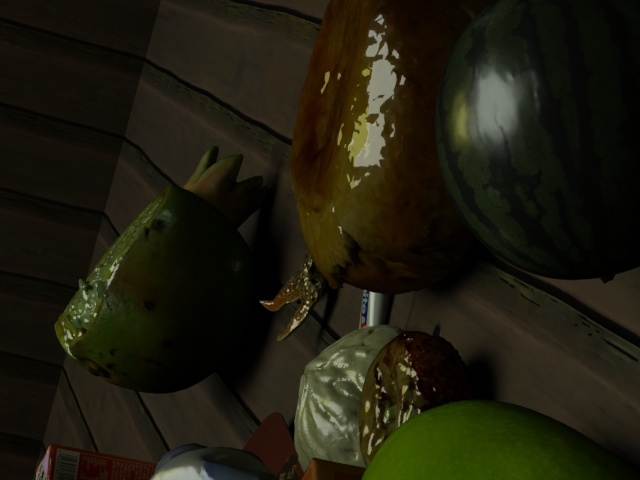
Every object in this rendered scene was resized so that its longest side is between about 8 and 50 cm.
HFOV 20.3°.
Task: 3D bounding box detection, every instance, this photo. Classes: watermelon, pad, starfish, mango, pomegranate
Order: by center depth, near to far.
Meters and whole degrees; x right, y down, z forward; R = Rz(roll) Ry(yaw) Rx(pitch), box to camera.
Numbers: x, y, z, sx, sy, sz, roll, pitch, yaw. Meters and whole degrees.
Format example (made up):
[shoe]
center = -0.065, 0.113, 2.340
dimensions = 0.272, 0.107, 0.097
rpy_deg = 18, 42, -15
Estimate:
[mango]
center = 0.133, 0.215, 1.206
dimensions = 0.192, 0.156, 0.343
rpy_deg = -50, 21, -7
[watermelon]
center = 0.180, -0.075, 1.228
dimensions = 0.212, 0.212, 0.212
rpy_deg = -166, 90, -74
[pad]
center = -0.069, 0.314, 1.976
dimensions = 0.181, 0.004, 0.267
rpy_deg = -54, 27, 12
[starfish]
center = 0.002, 0.000, 2.059
dimensions = 0.247, 0.050, 0.138
rpy_deg = -64, 18, 16
[pomegranate]
center = -0.175, 0.054, 2.358
dimensions = 0.358, 0.216, 0.310
rpy_deg = -50, 5, -24

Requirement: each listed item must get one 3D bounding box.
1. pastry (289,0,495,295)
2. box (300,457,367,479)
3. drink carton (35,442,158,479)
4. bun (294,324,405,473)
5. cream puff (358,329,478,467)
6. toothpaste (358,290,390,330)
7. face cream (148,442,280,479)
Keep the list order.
[pastry]
center = 0.076, -0.115, 1.705
dimensions = 0.356, 0.163, 0.356
rpy_deg = -172, 90, -76
[box]
center = 0.069, 0.301, 1.339
dimensions = 0.274, 0.174, 0.076
rpy_deg = -94, 25, -48
[drink carton]
center = -0.255, 0.331, 2.323
dimensions = 0.096, 0.222, 0.071
rpy_deg = 125, 153, -54
[bun]
center = 0.027, 0.162, 1.730
dimensions = 0.183, 0.102, 0.183
rpy_deg = -166, 90, -71
[cream puff]
center = 0.088, 0.153, 1.563
dimensions = 0.149, 0.084, 0.149
rpy_deg = -170, 90, -74
[toothpaste]
center = 0.060, 0.047, 1.849
dimensions = 0.052, 0.033, 0.218
rpy_deg = -179, 98, -72
[face cream]
center = -0.071, 0.354, 1.631
dimensions = 0.235, 0.137, 0.420
rpy_deg = -58, 36, 28
